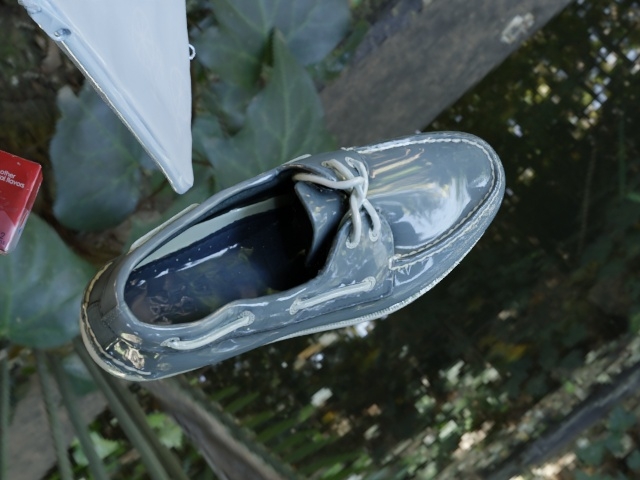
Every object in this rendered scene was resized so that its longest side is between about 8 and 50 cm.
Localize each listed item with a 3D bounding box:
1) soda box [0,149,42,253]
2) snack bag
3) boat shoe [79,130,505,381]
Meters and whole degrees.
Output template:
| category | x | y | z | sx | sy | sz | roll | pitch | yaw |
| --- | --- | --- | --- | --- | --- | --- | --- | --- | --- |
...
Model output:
| category | x | y | z | sx | sy | sz | roll | pitch | yaw |
| --- | --- | --- | --- | --- | --- | --- | --- | --- | --- |
| soda box | -0.399 | -0.073 | 0.949 | 0.083 | 0.263 | 0.092 | 167 | -56 | -75 |
| snack bag | -0.159 | -0.235 | 0.760 | 0.037 | 0.342 | 0.323 | -9 | 158 | 8 |
| boat shoe | 0.000 | 0.000 | 0.665 | 0.319 | 0.116 | 0.099 | -22 | 170 | -20 |
